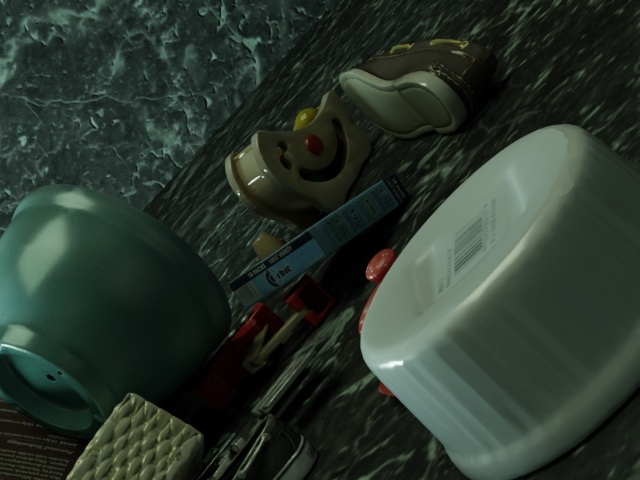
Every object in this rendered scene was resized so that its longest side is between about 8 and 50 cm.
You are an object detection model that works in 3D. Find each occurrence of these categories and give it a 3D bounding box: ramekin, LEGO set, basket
[{"bbox_3d":[0.158,0.040,1.337,0.277,0.135,0.277,-45,14,14],"label":"ramekin"},{"bbox_3d":[-0.078,0.226,1.819,0.244,0.060,0.182,-50,1,-12],"label":"LEGO set"},{"bbox_3d":[-0.210,0.263,1.870,0.167,0.113,0.103,-56,-9,-31],"label":"basket"}]

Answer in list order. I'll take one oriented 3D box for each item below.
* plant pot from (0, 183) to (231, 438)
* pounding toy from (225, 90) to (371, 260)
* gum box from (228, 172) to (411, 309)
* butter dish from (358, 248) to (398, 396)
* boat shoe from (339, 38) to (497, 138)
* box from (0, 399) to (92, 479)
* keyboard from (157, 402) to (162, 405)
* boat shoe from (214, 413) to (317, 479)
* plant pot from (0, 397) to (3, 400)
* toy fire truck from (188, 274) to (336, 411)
[{"bbox_3d":[-0.278,0.104,2.001,0.293,0.293,0.196,-30,23,54],"label":"plant pot"},{"bbox_3d":[-0.058,-0.082,2.337,0.155,0.154,0.269,-36,18,42],"label":"pounding toy"},{"bbox_3d":[0.000,0.000,2.035,0.157,0.041,0.184,-34,1,42],"label":"gum box"},{"bbox_3d":[0.091,0.054,1.548,0.160,0.118,0.160,-52,13,-12],"label":"butter dish"},{"bbox_3d":[0.123,-0.202,2.198,0.097,0.116,0.324,-47,16,-11],"label":"boat shoe"},{"bbox_3d":[-0.362,0.315,2.030,0.203,0.167,0.168,-73,-10,-60],"label":"box"},{"bbox_3d":[-0.248,0.188,2.167,0.108,0.180,0.023,-12,-14,-18],"label":"keyboard"},{"bbox_3d":[-0.100,0.264,1.671,0.219,0.070,0.078,-49,13,-3],"label":"boat shoe"},{"bbox_3d":[-0.324,0.175,2.287,0.265,0.272,0.272,-45,11,-19],"label":"plant pot"},{"bbox_3d":[-0.072,0.124,2.029,0.192,0.047,0.135,-50,13,-8],"label":"toy fire truck"}]
